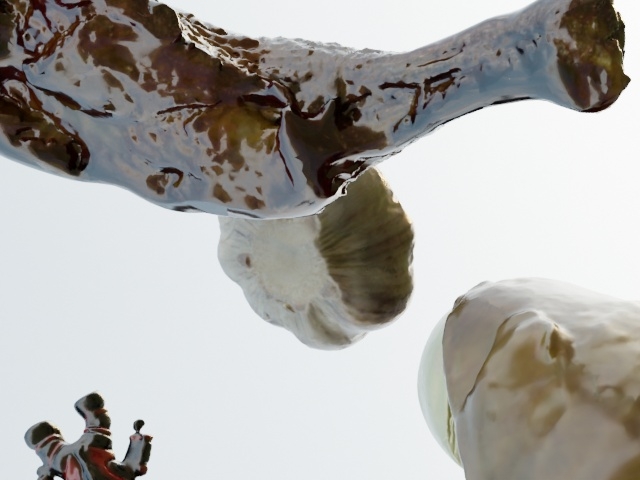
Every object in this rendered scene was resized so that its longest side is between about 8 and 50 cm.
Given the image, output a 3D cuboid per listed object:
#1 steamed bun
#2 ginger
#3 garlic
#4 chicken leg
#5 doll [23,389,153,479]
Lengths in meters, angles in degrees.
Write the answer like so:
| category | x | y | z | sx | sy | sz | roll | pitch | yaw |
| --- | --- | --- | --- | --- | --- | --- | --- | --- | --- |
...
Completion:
| category | x | y | z | sx | sy | sz | roll | pitch | yaw |
| --- | --- | --- | --- | --- | --- | --- | --- | --- | --- |
| steamed bun | 0.218 | 0.198 | 1.990 | 0.200 | 0.155 | 0.250 | -129 | 43 | -87 |
| ginger | 0.184 | 0.137 | 0.816 | 0.200 | 0.223 | 0.269 | 39 | -133 | -52 |
| garlic | 0.000 | 0.000 | 1.010 | 0.147 | 0.159 | 0.102 | -52 | -11 | 31 |
| chicken leg | -0.036 | -0.084 | 0.742 | 0.158 | 0.407 | 0.095 | 69 | -145 | -46 |
| doll | -0.191 | 0.268 | 1.382 | 0.127 | 0.248 | 0.088 | -45 | -22 | 22 |
